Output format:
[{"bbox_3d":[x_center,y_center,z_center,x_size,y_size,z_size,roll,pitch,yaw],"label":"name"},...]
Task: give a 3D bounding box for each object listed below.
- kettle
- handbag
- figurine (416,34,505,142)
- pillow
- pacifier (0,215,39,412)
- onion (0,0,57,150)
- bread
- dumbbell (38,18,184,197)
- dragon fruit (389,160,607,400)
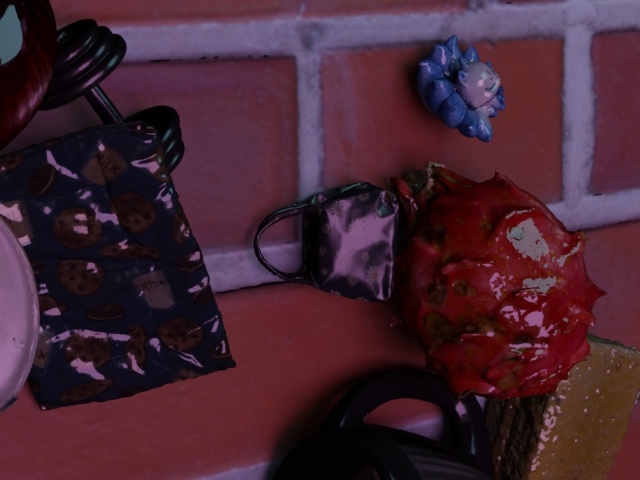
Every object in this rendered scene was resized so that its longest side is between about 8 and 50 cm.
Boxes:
[{"bbox_3d":[0.092,0.288,1.367,0.271,0.251,0.207,13,124,-41],"label":"kettle"},{"bbox_3d":[0.000,0.000,1.306,0.139,0.072,0.115,0,102,-19],"label":"handbag"},{"bbox_3d":[0.138,-0.158,1.344,0.114,0.079,0.114,17,67,-44],"label":"figurine"},{"bbox_3d":[-0.193,0.028,1.135,0.188,0.034,0.256,-14,118,4],"label":"pillow"},{"bbox_3d":[-0.366,0.085,1.000,0.332,0.273,0.220,-42,135,-18],"label":"pacifier"},{"bbox_3d":[-0.315,-0.165,0.943,0.273,0.285,0.273,12,60,-21],"label":"onion"},{"bbox_3d":[0.265,0.191,1.485,0.138,0.102,0.196,12,97,-31],"label":"bread"},{"bbox_3d":[-0.184,-0.112,1.138,0.099,0.099,0.208,-44,119,-17],"label":"dumbbell"},{"bbox_3d":[0.169,0.033,1.340,0.210,0.205,0.268,-34,84,20],"label":"dragon fruit"}]
